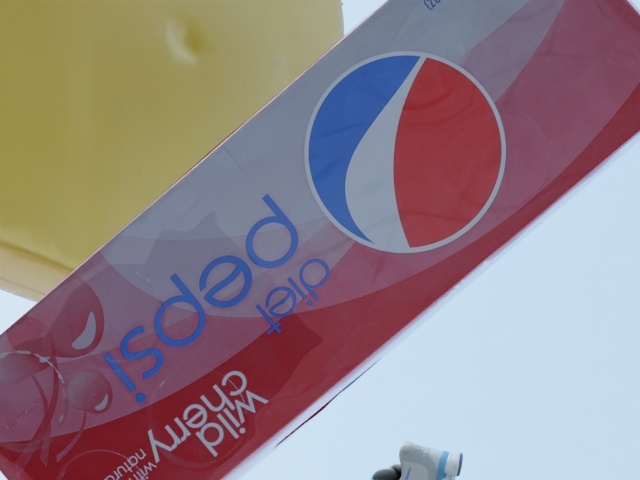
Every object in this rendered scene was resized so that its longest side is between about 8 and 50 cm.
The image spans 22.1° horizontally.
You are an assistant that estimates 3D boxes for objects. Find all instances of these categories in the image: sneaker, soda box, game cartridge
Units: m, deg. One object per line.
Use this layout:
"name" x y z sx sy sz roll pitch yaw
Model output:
"sneaker" 0.086 0.287 1.770 0.083 0.071 0.190 23 -59 2
"soda box" 0.000 0.000 0.570 0.263 0.083 0.092 -41 -95 7
"game cartridge" -0.089 -0.096 0.869 0.053 0.285 0.323 -24 -124 35
